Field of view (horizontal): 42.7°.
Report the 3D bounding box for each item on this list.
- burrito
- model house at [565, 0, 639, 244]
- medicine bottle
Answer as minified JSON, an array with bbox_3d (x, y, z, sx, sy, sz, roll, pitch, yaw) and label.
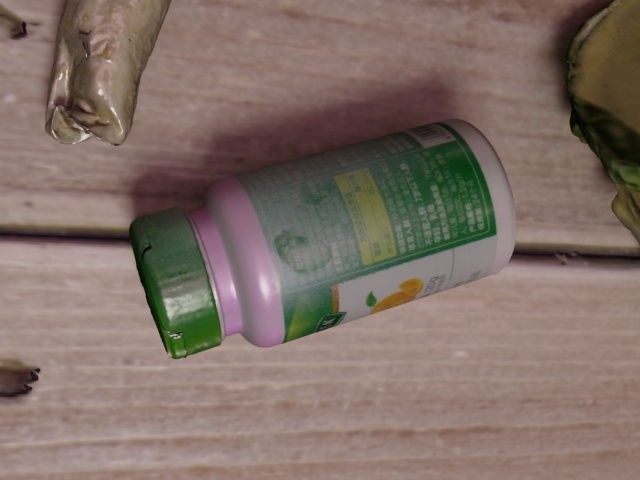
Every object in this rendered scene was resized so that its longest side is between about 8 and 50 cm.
[{"bbox_3d":[-0.147,-0.176,0.598,0.087,0.060,0.226,14,91,-17],"label":"burrito"},{"bbox_3d":[0.388,-0.079,0.708,0.321,0.261,0.266,-22,128,7],"label":"model house"},{"bbox_3d":[0.000,0.000,0.625,0.274,0.133,0.133,-15,100,-15],"label":"medicine bottle"}]
